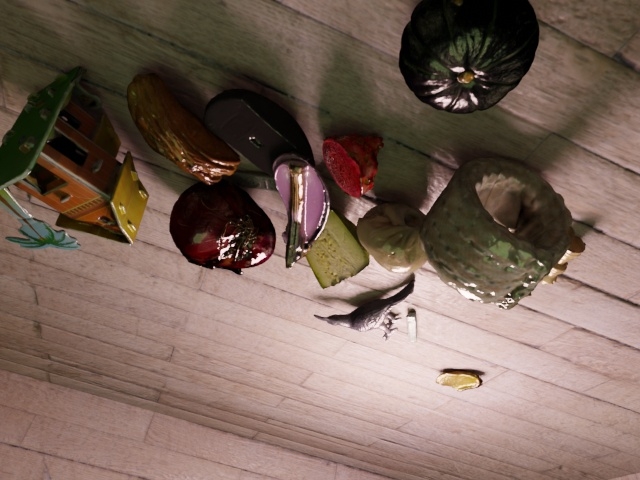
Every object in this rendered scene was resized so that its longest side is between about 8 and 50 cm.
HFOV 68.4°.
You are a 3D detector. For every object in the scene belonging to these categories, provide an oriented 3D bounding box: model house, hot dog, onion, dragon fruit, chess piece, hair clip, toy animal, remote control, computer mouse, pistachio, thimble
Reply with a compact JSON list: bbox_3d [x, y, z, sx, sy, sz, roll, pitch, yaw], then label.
[{"bbox_3d":[-0.576,-0.141,1.099,0.339,0.301,0.323,-15,142,29],"label":"model house"},{"bbox_3d":[-0.306,-0.230,1.020,0.272,0.122,0.196,43,169,-36],"label":"hot dog"},{"bbox_3d":[-0.238,-0.032,1.185,0.280,0.222,0.281,17,172,3],"label":"onion"},{"bbox_3d":[0.087,-0.177,1.034,0.110,0.153,0.153,-30,139,-14],"label":"dragon fruit"},{"bbox_3d":[0.613,0.059,1.214,0.060,0.060,0.172,9,142,3],"label":"chess piece"},{"bbox_3d":[-0.046,-0.063,1.107,0.110,0.095,0.359,44,147,28],"label":"hair clip"},{"bbox_3d":[0.182,0.245,1.509,0.366,0.081,0.206,-23,131,29],"label":"toy animal"},{"bbox_3d":[-0.129,-0.147,1.168,0.183,0.027,0.050,8,143,11],"label":"remote control"},{"bbox_3d":[-0.118,-0.232,1.012,0.137,0.087,0.269,-24,133,40],"label":"computer mouse"},{"bbox_3d":[0.525,0.528,1.785,0.172,0.049,0.090,0,114,16],"label":"pistachio"},{"bbox_3d":[0.371,-0.018,0.992,0.291,0.292,0.195,15,139,-5],"label":"thimble"}]

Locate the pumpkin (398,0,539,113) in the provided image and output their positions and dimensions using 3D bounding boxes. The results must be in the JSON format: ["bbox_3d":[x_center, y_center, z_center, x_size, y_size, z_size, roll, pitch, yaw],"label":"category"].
[{"bbox_3d":[0.241,-0.316,0.778,0.220,0.162,0.221,9,145,6],"label":"pumpkin"}]

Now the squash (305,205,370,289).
[{"bbox_3d":[0.000,0.000,1.213,0.154,0.204,0.236,10,155,-30],"label":"squash"}]

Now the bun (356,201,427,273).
[{"bbox_3d":[0.188,-0.022,1.125,0.193,0.179,0.128,36,136,-6],"label":"bun"}]

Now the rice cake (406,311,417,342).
[{"bbox_3d":[0.306,0.292,1.575,0.033,0.029,0.171,3,140,15],"label":"rice cake"}]
